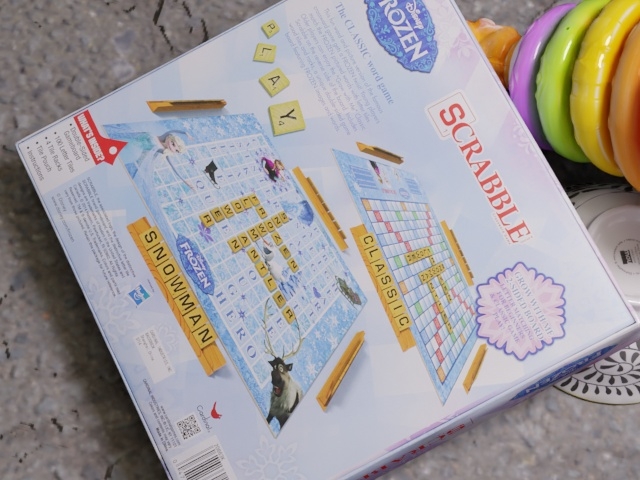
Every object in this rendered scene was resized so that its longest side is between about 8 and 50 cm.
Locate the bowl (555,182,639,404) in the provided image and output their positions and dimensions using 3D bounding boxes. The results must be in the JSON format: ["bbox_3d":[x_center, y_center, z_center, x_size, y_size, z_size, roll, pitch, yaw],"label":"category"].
[{"bbox_3d":[0.212,0.024,1.115,0.170,0.080,0.170,1,70,-4],"label":"bowl"}]

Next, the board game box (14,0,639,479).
[{"bbox_3d":[0.000,0.000,1.072,0.318,0.066,0.319,-27,73,2],"label":"board game box"}]

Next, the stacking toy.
[{"bbox_3d":[0.194,-0.112,1.105,0.302,0.175,0.166,16,103,39],"label":"stacking toy"}]
